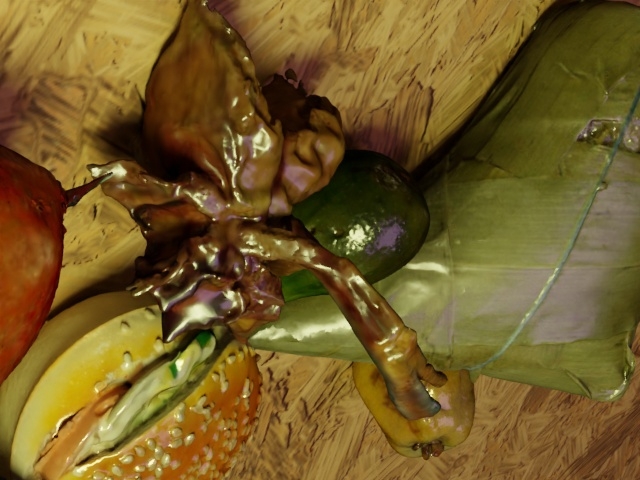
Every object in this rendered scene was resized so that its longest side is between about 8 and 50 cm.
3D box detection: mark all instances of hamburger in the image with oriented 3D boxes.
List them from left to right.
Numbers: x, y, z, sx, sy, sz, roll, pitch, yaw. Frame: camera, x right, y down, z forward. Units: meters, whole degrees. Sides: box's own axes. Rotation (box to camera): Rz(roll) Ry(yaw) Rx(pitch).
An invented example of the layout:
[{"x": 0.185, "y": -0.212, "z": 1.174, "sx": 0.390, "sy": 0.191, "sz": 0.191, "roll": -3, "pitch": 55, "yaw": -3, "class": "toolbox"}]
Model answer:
[{"x": -0.143, "y": 0.142, "z": 1.399, "sx": 0.237, "sy": 0.147, "sz": 0.237, "roll": -32, "pitch": 143, "yaw": -28, "class": "hamburger"}]

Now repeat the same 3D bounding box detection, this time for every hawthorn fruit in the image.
[{"x": -0.224, "y": 0.010, "z": 1.108, "sx": 0.235, "sy": 0.181, "sz": 0.181, "roll": -35, "pitch": 148, "yaw": -29, "class": "hawthorn fruit"}]

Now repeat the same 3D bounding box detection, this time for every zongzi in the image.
[{"x": 0.132, "y": -0.049, "z": 1.624, "sx": 0.393, "sy": 0.174, "sz": 0.356, "roll": 7, "pitch": 104, "yaw": -27, "class": "zongzi"}]

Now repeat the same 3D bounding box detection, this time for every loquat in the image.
[{"x": 0.090, "y": 0.138, "z": 1.768, "sx": 0.113, "sy": 0.137, "sz": 0.137, "roll": -13, "pitch": 139, "yaw": -19, "class": "loquat"}]

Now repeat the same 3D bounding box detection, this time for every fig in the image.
[{"x": 0.000, "y": 0.000, "z": 1.517, "sx": 0.177, "sy": 0.117, "sz": 0.117, "roll": -32, "pitch": 154, "yaw": 10, "class": "fig"}]

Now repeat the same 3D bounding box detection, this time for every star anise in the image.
[{"x": -0.029, "y": -0.005, "z": 1.324, "sx": 0.148, "sy": 0.346, "sz": 0.237, "roll": -25, "pitch": -166, "yaw": 43, "class": "star anise"}]

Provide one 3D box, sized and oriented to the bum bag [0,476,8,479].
[{"x": -0.246, "y": 0.195, "z": 1.292, "sx": 0.123, "sy": 0.248, "sz": 0.060, "roll": -44, "pitch": -165, "yaw": 16, "class": "bum bag"}]
